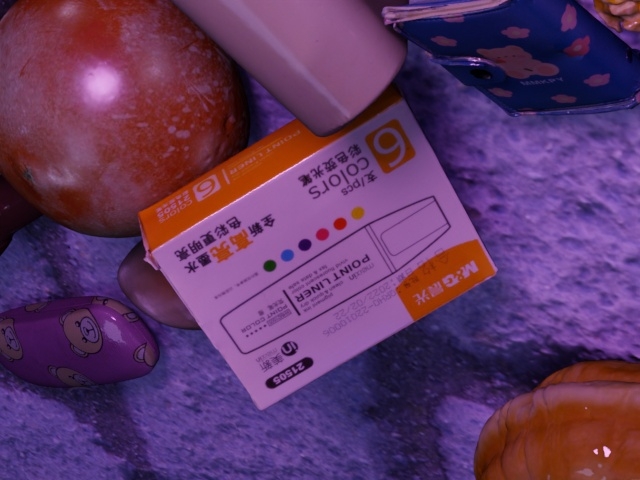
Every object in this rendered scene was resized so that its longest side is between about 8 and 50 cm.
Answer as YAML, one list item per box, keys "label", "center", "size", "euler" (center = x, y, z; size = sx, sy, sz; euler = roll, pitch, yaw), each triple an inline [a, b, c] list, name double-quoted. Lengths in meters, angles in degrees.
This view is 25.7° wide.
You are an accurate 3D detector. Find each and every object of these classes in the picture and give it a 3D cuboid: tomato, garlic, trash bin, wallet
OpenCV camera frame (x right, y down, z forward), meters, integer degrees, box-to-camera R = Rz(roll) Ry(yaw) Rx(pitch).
- label: "tomato"
  center: [-0.209, -0.121, 1.356]
  size: [0.270, 0.222, 0.270]
  euler: [19, 138, 18]
- label: "garlic"
  center: [-0.120, 0.027, 1.569]
  size: [0.143, 0.112, 0.318]
  euler: [46, 132, -10]
- label: "trash bin"
  center: [-0.046, -0.223, 1.108]
  size: [0.121, 0.243, 0.247]
  euler: [-40, 107, 21]
- label: "wallet"
  center: [0.152, -0.155, 1.089]
  size: [0.141, 0.059, 0.202]
  euler: [2, 165, 40]

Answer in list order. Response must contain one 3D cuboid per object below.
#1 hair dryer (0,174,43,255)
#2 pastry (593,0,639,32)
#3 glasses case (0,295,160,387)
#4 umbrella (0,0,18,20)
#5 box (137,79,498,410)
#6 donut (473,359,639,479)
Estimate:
- label: "hair dryer"
  center: [-0.485, -0.119, 1.708]
  size: [0.312, 0.123, 0.340]
  euler: [-27, 101, 39]
- label: "pastry"
  center: [0.305, -0.190, 0.963]
  size: [0.250, 0.102, 0.154]
  euler: [15, 143, 29]
- label: "glasses case"
  center: [-0.335, 0.137, 1.871]
  size: [0.316, 0.076, 0.123]
  euler: [-10, 125, 45]
- label: "umbrella"
  center: [-0.326, -0.257, 1.435]
  size: [0.066, 0.059, 0.236]
  euler: [-15, 138, -3]
- label: "box"
  center: [0.000, 0.000, 1.302]
  size: [0.221, 0.274, 0.091]
  euler: [56, -177, -30]
- label: "donut"
  center: [0.356, 0.299, 1.400]
  size: [0.449, 0.198, 0.449]
  euler: [20, 141, 17]
